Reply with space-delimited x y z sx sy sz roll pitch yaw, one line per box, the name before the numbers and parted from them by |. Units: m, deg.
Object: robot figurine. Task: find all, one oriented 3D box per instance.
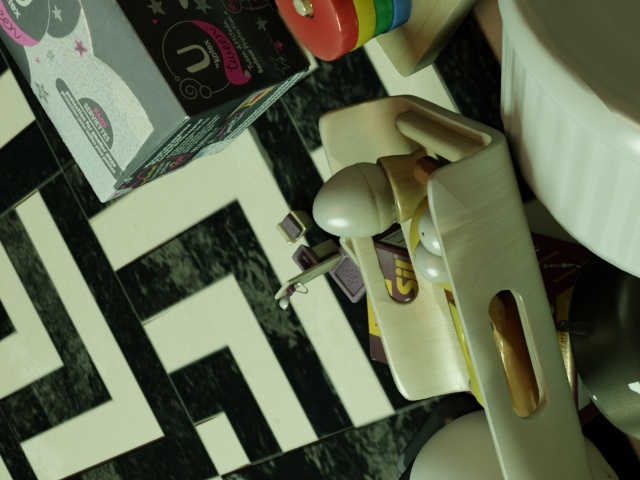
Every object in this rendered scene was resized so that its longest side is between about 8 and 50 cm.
robot figurine | 0.120 0.246 1.192 0.209 0.173 0.278 36 134 12

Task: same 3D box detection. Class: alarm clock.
alarm clock | 0.236 0.073 1.019 0.192 0.129 0.064 44 142 -22

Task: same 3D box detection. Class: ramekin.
ramekin | 0.219 -0.089 0.847 0.273 0.273 0.127 39 146 25

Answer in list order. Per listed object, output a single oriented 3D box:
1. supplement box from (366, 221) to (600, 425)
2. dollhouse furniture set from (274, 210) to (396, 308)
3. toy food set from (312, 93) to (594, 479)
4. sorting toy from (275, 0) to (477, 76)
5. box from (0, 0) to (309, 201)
supplement box | 0.127 0.051 1.145 0.188 0.081 0.104 16 122 41
dollhouse furniture set | 0.000 0.000 1.250 0.091 0.081 0.114 52 138 13
toy food set | 0.068 0.037 0.972 0.306 0.092 0.220 -130 23 -75
sorting toy | 0.002 -0.247 1.044 0.255 0.089 0.257 56 160 8
box | -0.158 -0.183 1.271 0.163 0.142 0.247 -37 82 49
